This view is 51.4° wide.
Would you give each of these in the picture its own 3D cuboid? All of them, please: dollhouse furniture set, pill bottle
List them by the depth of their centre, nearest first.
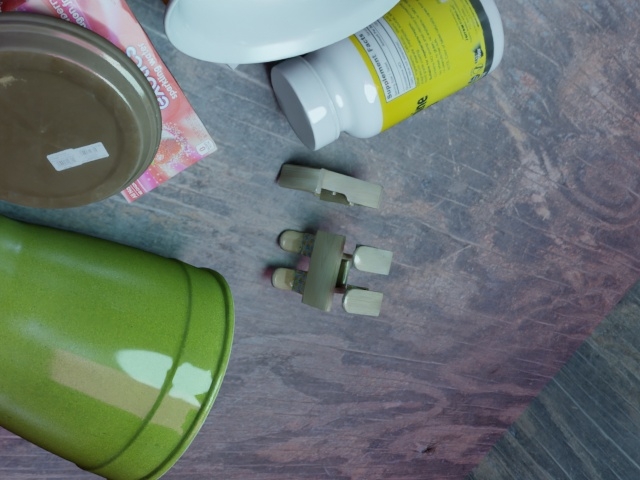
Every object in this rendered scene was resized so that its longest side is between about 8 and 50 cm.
[{"bbox_3d":[0.100,-0.277,1.038,0.334,0.188,0.188,-29,136,-10],"label":"pill bottle"},{"bbox_3d":[0.000,0.000,1.195,0.161,0.212,0.242,11,92,-41],"label":"dollhouse furniture set"}]

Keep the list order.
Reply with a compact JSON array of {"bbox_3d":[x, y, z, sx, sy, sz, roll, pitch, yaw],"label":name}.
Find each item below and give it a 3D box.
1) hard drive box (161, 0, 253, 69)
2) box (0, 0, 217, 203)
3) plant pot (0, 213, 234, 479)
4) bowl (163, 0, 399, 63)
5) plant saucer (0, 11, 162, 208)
[{"bbox_3d":[-0.108,-0.380,0.883,0.232,0.089,0.181,-46,137,6],"label":"hard drive box"},{"bbox_3d":[-0.282,-0.216,0.863,0.154,0.142,0.300,-32,137,-4],"label":"box"},{"bbox_3d":[-0.380,0.136,0.980,0.353,0.366,0.366,31,105,-33],"label":"plant pot"},{"bbox_3d":[-0.047,-0.328,0.761,0.297,0.134,0.298,-16,175,-1],"label":"bowl"},{"bbox_3d":[-0.329,-0.133,0.782,0.277,0.041,0.278,-6,138,-6],"label":"plant saucer"}]
